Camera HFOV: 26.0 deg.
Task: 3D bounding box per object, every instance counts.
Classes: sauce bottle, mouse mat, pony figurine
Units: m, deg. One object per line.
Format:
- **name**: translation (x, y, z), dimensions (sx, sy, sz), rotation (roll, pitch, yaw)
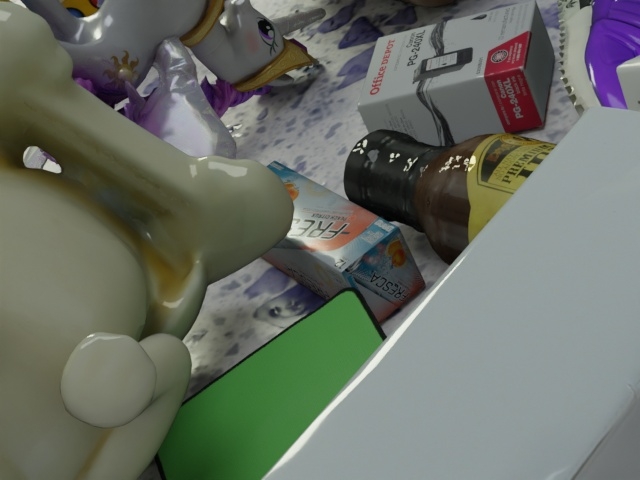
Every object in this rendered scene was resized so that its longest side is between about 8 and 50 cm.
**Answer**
- **sauce bottle**: translation (0.148, -0.014, 0.953), dimensions (0.111, 0.111, 0.344), rotation (-44, 38, -23)
- **mouse mat**: translation (-0.028, 0.126, 0.946), dimensions (0.190, 0.007, 0.152), rotation (-35, 40, 5)
- **pony figurine**: translation (-0.179, -0.162, 1.231), dimensions (0.351, 0.363, 0.303), rotation (-52, 45, -7)

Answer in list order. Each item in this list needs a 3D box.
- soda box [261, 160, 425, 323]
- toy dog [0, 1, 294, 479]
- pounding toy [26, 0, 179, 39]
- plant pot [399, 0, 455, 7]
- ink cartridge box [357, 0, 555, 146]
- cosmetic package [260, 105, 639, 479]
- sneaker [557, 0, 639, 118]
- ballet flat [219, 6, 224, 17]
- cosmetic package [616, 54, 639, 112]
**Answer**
- **soda box**: translation (0.000, 0.000, 1.081), dimensions (0.058, 0.063, 0.183), rotation (-39, 35, -16)
- **toy dog**: translation (-0.259, 0.098, 0.941), dimensions (0.395, 0.284, 0.408), rotation (-31, 28, 39)
- **pounding toy**: translation (-0.227, -0.243, 1.526), dimensions (0.130, 0.141, 0.100), rotation (-39, 32, 10)
- **plant pot**: translation (0.060, -0.343, 1.367), dimensions (0.263, 0.263, 0.229), rotation (-37, 53, -13)
- **ink cartridge box**: translation (0.115, -0.136, 1.183), dimensions (0.150, 0.063, 0.109), rotation (-11, 37, 24)
- **cosmetic package**: translation (0.101, 0.190, 0.472), dimensions (0.097, 0.377, 0.284), rotation (17, 53, 46)
- **sneaker**: translation (0.263, -0.148, 1.039), dimensions (0.146, 0.102, 0.293), rotation (-25, 33, 22)
- **ballet flat**: translation (-0.141, -0.292, 1.603), dimensions (0.057, 0.049, 0.173), rotation (-49, 23, 19)
- **cosmetic package**: translation (0.371, -0.098, 0.759), dimensions (0.365, 0.155, 0.197), rotation (-27, 15, -23)
